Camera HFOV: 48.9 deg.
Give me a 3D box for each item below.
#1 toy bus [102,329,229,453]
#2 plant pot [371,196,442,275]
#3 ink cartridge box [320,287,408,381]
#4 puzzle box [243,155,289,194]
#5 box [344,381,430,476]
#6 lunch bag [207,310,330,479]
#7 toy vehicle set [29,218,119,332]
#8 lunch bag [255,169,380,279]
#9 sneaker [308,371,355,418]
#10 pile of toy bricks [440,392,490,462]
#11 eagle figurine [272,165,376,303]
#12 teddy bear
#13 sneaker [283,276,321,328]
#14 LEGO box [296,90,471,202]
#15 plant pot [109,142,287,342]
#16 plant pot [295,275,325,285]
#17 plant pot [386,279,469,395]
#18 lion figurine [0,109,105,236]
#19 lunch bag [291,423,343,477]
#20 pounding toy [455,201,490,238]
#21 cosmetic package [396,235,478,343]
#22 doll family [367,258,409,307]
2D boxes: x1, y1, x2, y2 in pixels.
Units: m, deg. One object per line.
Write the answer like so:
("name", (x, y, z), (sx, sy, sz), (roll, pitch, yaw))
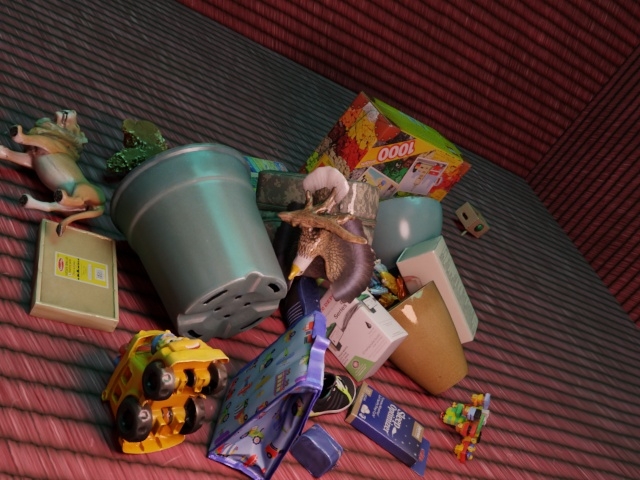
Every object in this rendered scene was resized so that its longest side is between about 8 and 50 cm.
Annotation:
("toy bus", (-0.294, 0.235, 1.267), (0.149, 0.220, 0.211), (8, 31, -48))
("plant pot", (0.264, 0.002, 2.274), (0.290, 0.290, 0.196), (10, 66, -41))
("ink cartridge box", (0.087, 0.221, 1.791), (0.219, 0.160, 0.092), (46, 28, 22))
("puzzle box", (-0.135, -0.116, 2.197), (0.272, 0.052, 0.409), (5, 39, -47))
("box", (0.170, 0.444, 1.667), (0.225, 0.036, 0.136), (37, 27, -1))
("lunch bag", (-0.075, 0.279, 1.355), (0.138, 0.293, 0.221), (30, 27, -11))
("toy vehicle set", (-0.510, 0.070, 1.470), (0.165, 0.035, 0.267), (19, 31, -30))
("lunch bag", (-0.014, -0.032, 1.749), (0.304, 0.256, 0.212), (9, 4, 18))
("sneaker", (0.021, 0.340, 1.587), (0.084, 0.097, 0.234), (48, 29, 22))
("pile of toy bricks", (0.363, 0.460, 1.813), (0.105, 0.118, 0.212), (10, 28, 23))
("eagle figurine", (-0.009, 0.007, 1.552), (0.226, 0.225, 0.298), (61, -6, 23))
("teddy bear", (-0.447, -0.167, 1.877), (0.338, 0.113, 0.245), (51, 36, 12))
("sneaker", (-0.046, 0.206, 1.761), (0.081, 0.090, 0.232), (20, 52, -31))
("LEGO box", (0.218, -0.236, 2.394), (0.500, 0.372, 0.193), (14, 33, -47))
("plant pot", (-0.251, 0.022, 1.565), (0.341, 0.341, 0.334), (4, 49, -47))
("plant pot", (-0.024, 0.005, 1.939), (0.188, 0.205, 0.205), (47, 28, 9))
("plant pot", (0.276, 0.277, 1.891), (0.254, 0.237, 0.237), (56, 29, 6))
("lion figurine", (-0.593, -0.148, 1.626), (0.392, 0.142, 0.240), (58, 19, 22))
("lunch bag", (-0.002, 0.432, 1.445), (0.098, 0.067, 0.065), (43, 28, 12))
("pounding toy", (0.641, -0.072, 3.012), (0.130, 0.100, 0.141), (31, 26, -42))
("cosmetic package", (0.351, 0.156, 2.098), (0.296, 0.129, 0.153), (66, 25, -8))
("doll family", (0.172, 0.131, 2.079), (0.262, 0.118, 0.163), (0, 44, -50))
